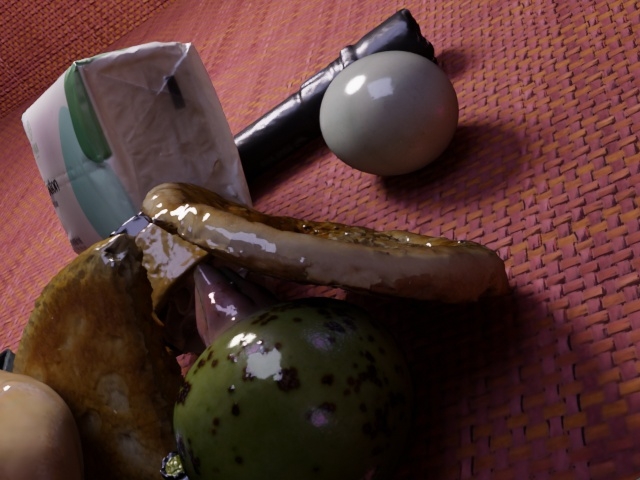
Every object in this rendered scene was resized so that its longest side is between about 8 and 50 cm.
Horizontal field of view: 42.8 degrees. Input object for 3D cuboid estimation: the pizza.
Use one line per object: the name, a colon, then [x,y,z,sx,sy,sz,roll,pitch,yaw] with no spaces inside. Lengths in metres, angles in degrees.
pizza: [-0.260,0.136,0.890,0.257,0.269,0.087,-9,12,29]

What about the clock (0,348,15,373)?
clock: [-0.470,0.292,1.042,0.325,0.067,0.325,-46,20,22]

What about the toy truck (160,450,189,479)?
toy truck: [-0.099,0.217,0.799,0.076,0.076,0.111,-1,43,25]

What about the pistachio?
pistachio: [-0.338,0.267,0.784,0.229,0.230,0.309,-22,61,30]

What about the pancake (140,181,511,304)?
pancake: [0.000,0.002,0.758,0.356,0.356,0.065,19,101,57]

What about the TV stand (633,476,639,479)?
TV stand: [0.200,0.192,0.462,0.269,0.088,0.083,-33,30,12]

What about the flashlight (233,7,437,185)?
flashlight: [-0.022,-0.188,1.226,0.424,0.103,0.103,-33,30,16]

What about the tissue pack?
tissue pack: [-0.272,-0.111,1.162,0.193,0.266,0.356,-25,9,-29]

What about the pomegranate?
pomegranate: [-0.040,0.118,0.685,0.214,0.214,0.248,-39,67,2]

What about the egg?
egg: [0.079,-0.155,1.009,0.151,0.151,0.209,-50,25,-16]

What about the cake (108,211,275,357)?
cake: [-0.139,0.068,0.953,0.207,0.185,0.178,-28,61,-22]
